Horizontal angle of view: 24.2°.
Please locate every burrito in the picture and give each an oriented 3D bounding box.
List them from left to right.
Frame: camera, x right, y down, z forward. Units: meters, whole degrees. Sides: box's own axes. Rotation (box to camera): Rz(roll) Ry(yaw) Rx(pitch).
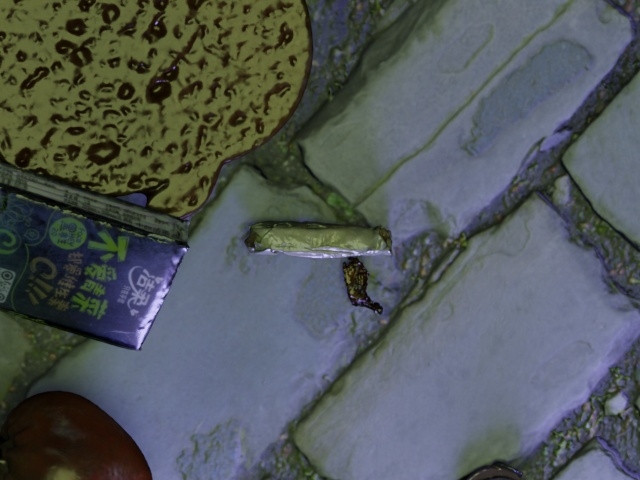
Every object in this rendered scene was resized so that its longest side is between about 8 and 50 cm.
[{"bbox_3d":[0.000,0.000,1.799,0.185,0.041,0.045,3,81,-12],"label":"burrito"}]

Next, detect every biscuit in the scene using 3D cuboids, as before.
[{"bbox_3d":[-0.199,-0.192,1.703,0.394,0.070,0.350,-12,105,-11],"label":"biscuit"}]

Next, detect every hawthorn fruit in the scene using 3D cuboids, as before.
[{"bbox_3d":[-0.276,0.286,1.712,0.251,0.199,0.199,33,90,-36],"label":"hawthorn fruit"}]

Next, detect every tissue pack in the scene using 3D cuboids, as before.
[{"bbox_3d":[-0.284,0.020,1.684,0.235,0.073,0.173,17,124,-16],"label":"tissue pack"}]

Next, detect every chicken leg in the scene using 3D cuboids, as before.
[{"bbox_3d":[0.048,0.059,1.830,0.036,0.021,0.083,-27,105,-18],"label":"chicken leg"}]

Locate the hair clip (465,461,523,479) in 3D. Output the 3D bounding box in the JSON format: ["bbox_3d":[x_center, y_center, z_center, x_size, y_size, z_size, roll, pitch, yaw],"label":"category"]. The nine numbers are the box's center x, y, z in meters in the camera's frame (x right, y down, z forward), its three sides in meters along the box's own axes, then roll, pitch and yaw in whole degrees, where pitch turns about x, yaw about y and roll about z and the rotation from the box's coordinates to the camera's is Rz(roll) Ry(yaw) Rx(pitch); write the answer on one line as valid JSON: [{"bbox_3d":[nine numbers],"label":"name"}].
[{"bbox_3d":[0.205,0.463,1.920,0.110,0.095,0.358,15,86,19],"label":"hair clip"}]
